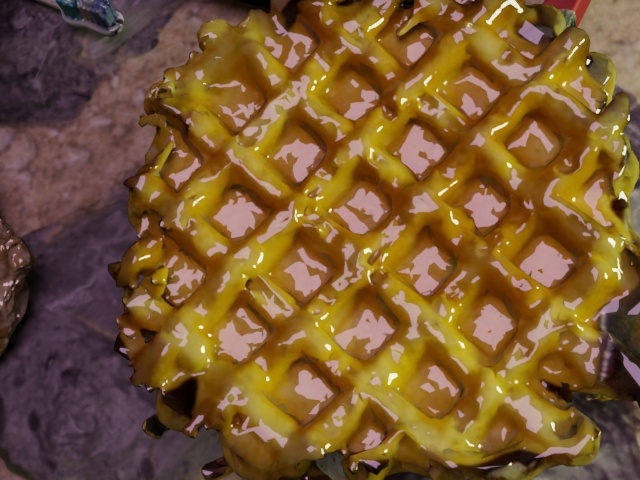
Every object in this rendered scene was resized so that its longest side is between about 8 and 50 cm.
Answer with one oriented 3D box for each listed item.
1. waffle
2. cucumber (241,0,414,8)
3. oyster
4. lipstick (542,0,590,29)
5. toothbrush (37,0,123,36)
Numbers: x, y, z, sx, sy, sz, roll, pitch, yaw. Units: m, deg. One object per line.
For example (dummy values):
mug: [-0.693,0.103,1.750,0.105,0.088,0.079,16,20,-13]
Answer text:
waffle: [0.043,-0.010,0.759,0.380,0.095,0.382,1,70,2]
cucumber: [-0.009,-0.228,0.935,0.300,0.072,0.072,11,70,15]
oyster: [-0.308,0.025,0.877,0.163,0.081,0.191,-14,63,8]
lipstick: [0.148,-0.092,0.865,0.051,0.051,0.312,22,71,18]
toothbrush: [-0.354,-0.277,1.032,0.418,0.040,0.042,26,76,23]
